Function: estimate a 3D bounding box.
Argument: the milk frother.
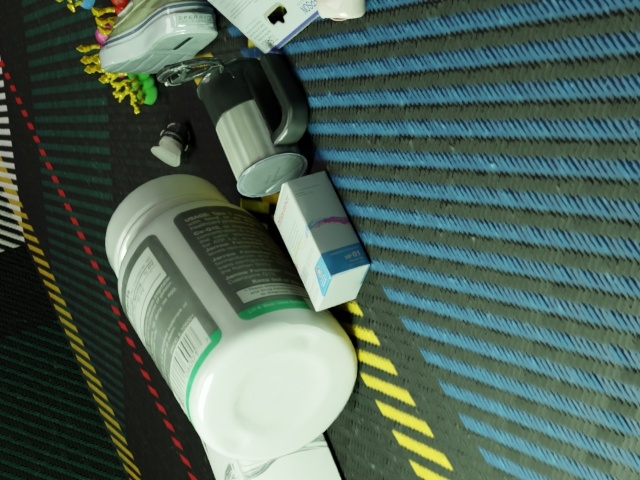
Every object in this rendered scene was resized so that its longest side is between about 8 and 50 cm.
[{"bbox_3d":[-0.097,-0.131,1.609,0.134,0.143,0.129,66,153,25],"label":"milk frother"}]

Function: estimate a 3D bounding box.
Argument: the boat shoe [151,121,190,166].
[{"bbox_3d":[-0.210,-0.137,2.093,0.046,0.038,0.125,29,165,-3],"label":"boat shoe"}]

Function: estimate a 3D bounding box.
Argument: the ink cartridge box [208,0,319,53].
[{"bbox_3d":[-0.094,-0.302,1.532,0.224,0.045,0.223,42,163,-10],"label":"ink cartridge box"}]

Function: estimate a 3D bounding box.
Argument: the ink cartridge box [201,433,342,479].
[{"bbox_3d":[-0.070,0.279,1.948,0.207,0.117,0.283,125,125,-67],"label":"ink cartridge box"}]

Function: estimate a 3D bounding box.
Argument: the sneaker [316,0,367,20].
[{"bbox_3d":[0.003,-0.242,1.367,0.134,0.051,0.070,39,138,51],"label":"sneaker"}]

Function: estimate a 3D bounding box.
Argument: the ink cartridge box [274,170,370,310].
[{"bbox_3d":[0.000,0.000,1.596,0.122,0.052,0.088,64,159,21],"label":"ink cartridge box"}]

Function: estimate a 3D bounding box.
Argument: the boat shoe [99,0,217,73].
[{"bbox_3d":[-0.203,-0.276,1.881,0.302,0.109,0.094,-12,80,63],"label":"boat shoe"}]

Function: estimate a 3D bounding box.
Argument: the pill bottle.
[{"bbox_3d":[-0.120,0.079,1.774,0.361,0.204,0.204,-129,28,-48],"label":"pill bottle"}]

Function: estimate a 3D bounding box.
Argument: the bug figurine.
[{"bbox_3d":[-0.302,-0.309,2.146,0.279,0.072,0.216,39,149,51],"label":"bug figurine"}]
